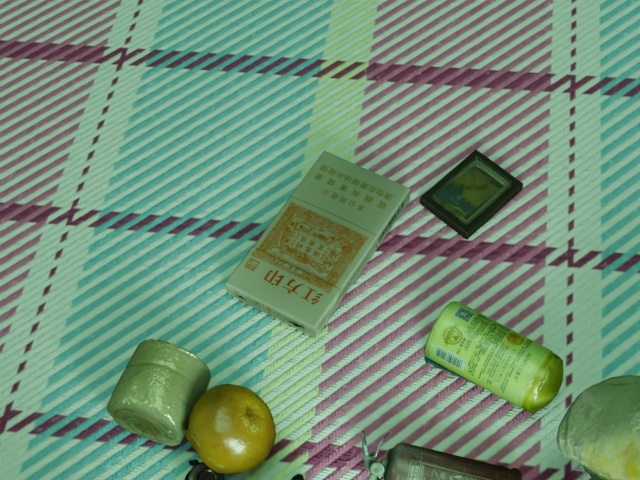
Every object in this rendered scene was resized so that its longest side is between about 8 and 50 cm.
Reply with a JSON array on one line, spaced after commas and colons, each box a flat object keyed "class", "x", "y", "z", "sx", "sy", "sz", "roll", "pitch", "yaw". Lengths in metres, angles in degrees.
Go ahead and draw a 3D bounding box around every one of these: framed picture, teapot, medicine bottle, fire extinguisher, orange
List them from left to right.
[{"class": "teapot", "x": -0.198, "y": 0.416, "z": 1.789, "sx": 0.067, "sy": 0.045, "sz": 0.100, "roll": -18, "pitch": 72, "yaw": -33}, {"class": "orange", "x": -0.153, "y": 0.322, "z": 1.791, "sx": 0.154, "sy": 0.134, "sz": 0.155, "roll": 23, "pitch": 45, "yaw": -25}, {"class": "fire extinguisher", "x": 0.191, "y": 0.388, "z": 1.734, "sx": 0.268, "sy": 0.105, "sz": 0.105, "roll": 13, "pitch": 58, "yaw": 8}, {"class": "framed picture", "x": 0.301, "y": -0.094, "z": 2.099, "sx": 0.168, "sy": 0.023, "sz": 0.128, "roll": -40, "pitch": 63, "yaw": -20}, {"class": "medicine bottle", "x": 0.308, "y": 0.207, "z": 1.846, "sx": 0.238, "sy": 0.124, "sz": 0.124, "roll": 27, "pitch": 63, "yaw": 19}]

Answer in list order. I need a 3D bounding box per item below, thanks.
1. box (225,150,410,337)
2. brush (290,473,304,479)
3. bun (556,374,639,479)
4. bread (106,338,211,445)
[{"class": "box", "x": -0.001, "y": 0.000, "z": 2.043, "sx": 0.204, "sy": 0.051, "sz": 0.365, "roll": 26, "pitch": 62, "yaw": 19}, {"class": "brush", "x": -0.051, "y": 0.432, "z": 1.787, "sx": 0.024, "sy": 0.008, "sz": 0.083, "roll": 22, "pitch": 61, "yaw": 14}, {"class": "bun", "x": 0.554, "y": 0.337, "z": 1.596, "sx": 0.365, "sy": 0.365, "sz": 0.219, "roll": 36, "pitch": 84, "yaw": 24}, {"class": "bread", "x": -0.282, "y": 0.265, "z": 1.842, "sx": 0.148, "sy": 0.134, "sz": 0.141, "roll": 8, "pitch": 56, "yaw": 25}]
